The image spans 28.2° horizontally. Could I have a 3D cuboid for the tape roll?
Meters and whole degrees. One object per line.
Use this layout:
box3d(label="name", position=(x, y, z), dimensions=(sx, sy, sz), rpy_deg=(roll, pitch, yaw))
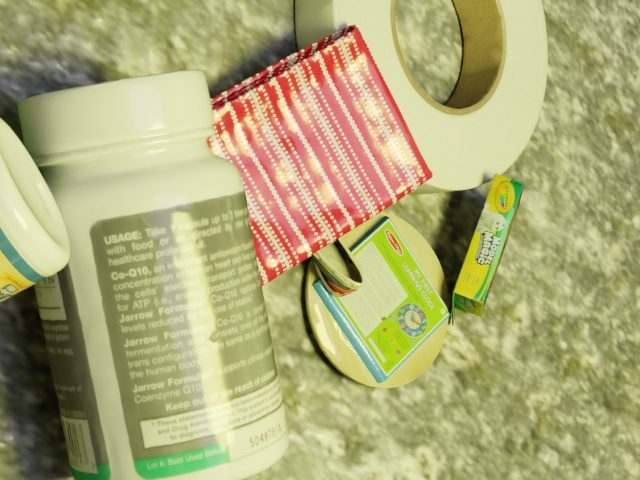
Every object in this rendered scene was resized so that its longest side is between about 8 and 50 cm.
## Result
box3d(label="tape roll", position=(0.131, -0.250, 1.541), dimensions=(0.392, 0.072, 0.392), rpy_deg=(4, 84, -43))

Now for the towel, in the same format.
box3d(label="towel", position=(-0.024, -0.087, 1.350), dimensions=(0.275, 0.031, 0.199), rpy_deg=(-32, 103, -22))

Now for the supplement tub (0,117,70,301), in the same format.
box3d(label="supplement tub", position=(-0.316, 0.001, 1.005), dimensions=(0.199, 0.144, 0.144), rpy_deg=(-27, 110, 1))

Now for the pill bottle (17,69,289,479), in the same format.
box3d(label="pill bottle", position=(-0.156, 0.037, 1.161), dimensions=(0.204, 0.204, 0.361), rpy_deg=(-15, 97, -42))

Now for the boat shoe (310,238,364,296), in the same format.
box3d(label="boat shoe", position=(0.000, 0.000, 1.399), dimensions=(0.049, 0.043, 0.137), rpy_deg=(-34, 91, -29))

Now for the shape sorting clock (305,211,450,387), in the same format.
box3d(label="shape sorting clock", position=(0.067, 0.068, 1.475), dimensions=(0.206, 0.040, 0.206), rpy_deg=(5, 80, -32))

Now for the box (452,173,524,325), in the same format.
box3d(label="box", position=(0.199, 0.018, 1.552), dimensions=(0.105, 0.043, 0.179), rpy_deg=(65, 46, -76))
